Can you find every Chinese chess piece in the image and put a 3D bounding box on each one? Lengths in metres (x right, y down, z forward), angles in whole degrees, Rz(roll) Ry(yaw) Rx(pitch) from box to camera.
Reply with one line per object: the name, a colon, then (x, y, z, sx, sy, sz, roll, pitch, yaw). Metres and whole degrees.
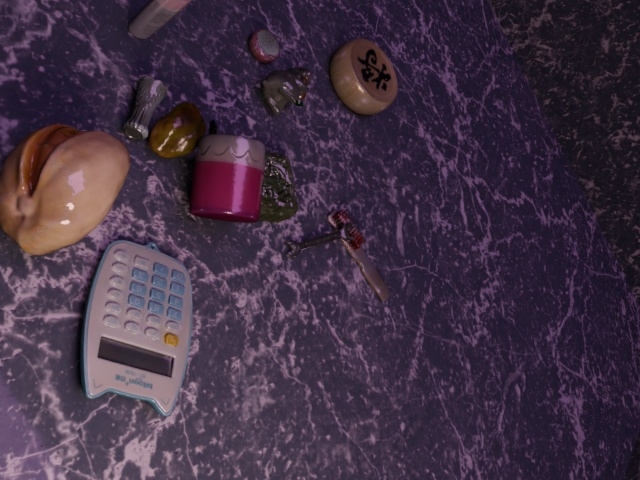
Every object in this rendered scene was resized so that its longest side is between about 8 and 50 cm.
Chinese chess piece: (0.146, -0.548, 2.361, 0.257, 0.104, 0.257, 21, 59, -39)

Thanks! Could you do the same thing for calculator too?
calculator: (-0.397, 0.177, 1.542, 0.256, 0.054, 0.386, 25, 56, -36)

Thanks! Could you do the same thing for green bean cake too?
green bean cake: (-0.157, -0.147, 1.900, 0.185, 0.094, 0.183, 3, 73, -40)

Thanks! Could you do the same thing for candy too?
candy: (-0.168, -0.579, 2.097, 0.103, 0.043, 0.103, 18, 64, -41)

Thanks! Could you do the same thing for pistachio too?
pistachio: (-0.344, -0.272, 1.746, 0.110, 0.100, 0.189, 50, 44, -14)
pistachio: (-0.522, -0.109, 1.429, 0.230, 0.230, 0.309, 46, 41, -22)

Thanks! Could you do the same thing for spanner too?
spanner: (0.000, 0.000, 2.014, 0.254, 0.015, 0.054, -17, 92, -37)

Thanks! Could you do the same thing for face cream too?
face cream: (-0.399, -0.570, 1.741, 0.084, 0.198, 0.057, -14, 83, -49)
face cream: (-0.226, -0.149, 1.729, 0.175, 0.175, 0.194, 11, 82, -43)

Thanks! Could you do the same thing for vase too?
vase: (-0.429, -0.315, 1.700, 0.081, 0.081, 0.148, 32, 57, -33)

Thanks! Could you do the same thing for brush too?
brush: (0.129, 0.041, 2.142, 0.321, 0.050, 0.060, 57, 40, -13)

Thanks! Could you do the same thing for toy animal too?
toy animal: (-0.084, -0.474, 2.090, 0.138, 0.108, 0.236, 48, 45, -20)

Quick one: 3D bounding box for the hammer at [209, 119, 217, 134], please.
hammer: (-0.283, -0.238, 1.858, 0.065, 0.021, 0.178, 20, 58, -40)
